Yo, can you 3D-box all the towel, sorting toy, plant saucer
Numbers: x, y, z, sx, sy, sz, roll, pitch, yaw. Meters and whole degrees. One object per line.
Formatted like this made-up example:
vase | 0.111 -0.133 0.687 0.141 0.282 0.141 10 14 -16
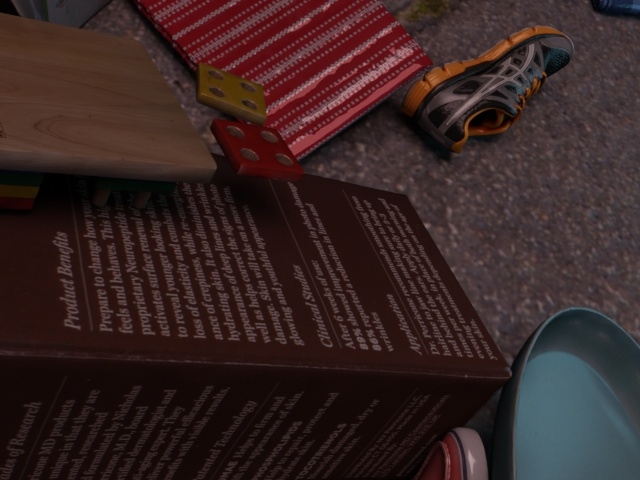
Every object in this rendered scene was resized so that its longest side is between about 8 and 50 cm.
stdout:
towel | -0.046 -0.220 0.766 0.199 0.031 0.275 -37 76 -13
towel | 0.414 -0.327 0.998 0.120 0.029 0.067 3 61 -16
sorting toy | -0.138 -0.068 0.419 0.275 0.046 0.132 0 43 -40
plant saucer | 0.213 0.206 0.549 0.318 0.044 0.317 23 57 -40

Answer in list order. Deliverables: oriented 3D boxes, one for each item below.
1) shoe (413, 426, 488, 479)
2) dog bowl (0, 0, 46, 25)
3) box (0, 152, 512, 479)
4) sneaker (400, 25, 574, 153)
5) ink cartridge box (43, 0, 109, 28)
shoe | 0.054 0.204 0.510 0.081 0.177 0.063 6 22 -10
dog bowl | -0.346 -0.141 0.489 0.349 0.348 0.102 9 46 -12
box | -0.087 0.046 0.479 0.382 0.143 0.191 11 38 -33
sneaker | 0.191 -0.159 0.806 0.215 0.084 0.083 -27 71 -17
ink cartridge box | -0.261 -0.238 0.695 0.062 0.109 0.209 31 57 3
